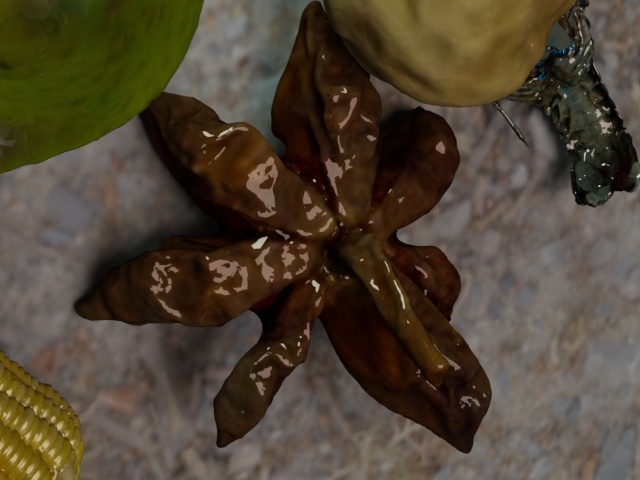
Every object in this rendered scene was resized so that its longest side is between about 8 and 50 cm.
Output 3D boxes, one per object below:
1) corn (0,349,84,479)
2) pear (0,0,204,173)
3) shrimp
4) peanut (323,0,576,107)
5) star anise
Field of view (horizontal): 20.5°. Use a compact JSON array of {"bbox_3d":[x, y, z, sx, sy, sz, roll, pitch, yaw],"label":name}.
[{"bbox_3d":[-0.173,0.070,0.732,0.085,0.063,0.165,-44,125,12],"label":"corn"},{"bbox_3d":[-0.152,-0.122,0.580,0.292,0.292,0.159,-25,126,-28],"label":"pear"},{"bbox_3d":[0.104,-0.090,0.893,0.082,0.076,0.174,-24,131,19],"label":"shrimp"},{"bbox_3d":[0.075,-0.210,0.768,0.147,0.147,0.305,1,90,-36],"label":"peanut"},{"bbox_3d":[0.000,-0.004,0.808,0.212,0.111,0.196,22,64,-11],"label":"star anise"}]
